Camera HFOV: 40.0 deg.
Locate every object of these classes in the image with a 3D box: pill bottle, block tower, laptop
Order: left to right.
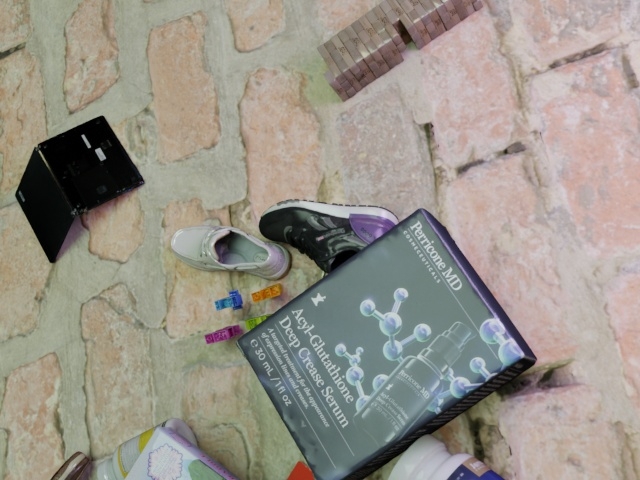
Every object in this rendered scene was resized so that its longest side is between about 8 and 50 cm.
[{"bbox_3d":[-0.560,-0.120,2.023,0.264,0.137,0.234,-28,62,-15],"label":"laptop"},{"bbox_3d":[-0.334,0.424,1.696,0.184,0.103,0.103,-29,64,14],"label":"pill bottle"},{"bbox_3d":[0.150,-0.421,1.759,0.335,0.091,0.097,-34,62,10],"label":"block tower"},{"bbox_3d":[0.243,0.438,1.406,0.264,0.153,0.153,34,89,28],"label":"pill bottle"}]

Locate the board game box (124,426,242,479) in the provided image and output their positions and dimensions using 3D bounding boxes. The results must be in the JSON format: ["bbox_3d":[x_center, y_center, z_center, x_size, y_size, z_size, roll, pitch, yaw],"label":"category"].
[{"bbox_3d":[-0.235,0.542,1.510,0.318,0.066,0.319,30,87,19],"label":"board game box"}]

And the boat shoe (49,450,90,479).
[{"bbox_3d":[-0.534,0.550,1.756,0.095,0.095,0.257,38,73,-6],"label":"boat shoe"}]

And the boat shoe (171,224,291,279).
[{"bbox_3d":[-0.196,0.012,1.770,0.277,0.096,0.098,8,77,26],"label":"boat shoe"}]

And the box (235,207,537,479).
[{"bbox_3d":[0.115,0.189,1.490,0.395,0.212,0.294,-37,71,9],"label":"box"}]

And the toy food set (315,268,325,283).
[{"bbox_3d":[0.069,0.089,1.660,0.192,0.038,0.133,9,77,26],"label":"toy food set"}]

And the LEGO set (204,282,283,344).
[{"bbox_3d":[-0.114,0.128,1.709,0.227,0.093,0.087,-15,91,19],"label":"LEGO set"}]

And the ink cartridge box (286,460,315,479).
[{"bbox_3d":[-0.051,0.626,1.514,0.308,0.091,0.385,34,90,29],"label":"ink cartridge box"}]

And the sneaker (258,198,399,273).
[{"bbox_3d":[0.000,0.000,1.665,0.283,0.107,0.124,1,58,25],"label":"sneaker"}]
